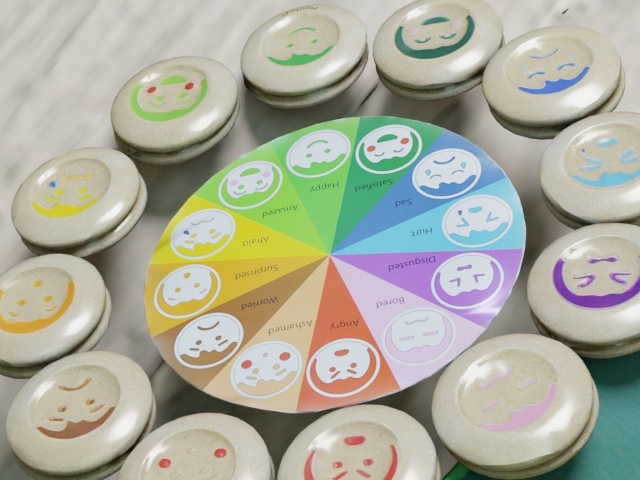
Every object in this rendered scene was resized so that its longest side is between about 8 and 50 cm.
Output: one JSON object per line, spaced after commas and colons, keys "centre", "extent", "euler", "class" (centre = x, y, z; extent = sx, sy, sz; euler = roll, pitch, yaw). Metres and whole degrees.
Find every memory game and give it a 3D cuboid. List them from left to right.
{"centre": [0.000, 0.000, 0.454], "extent": [0.186, 0.012, 0.186], "euler": [-10, 46, 10], "class": "memory game"}

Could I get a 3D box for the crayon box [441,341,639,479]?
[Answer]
{"centre": [0.118, 0.162, 0.421], "extent": [0.278, 0.081, 0.165], "euler": [43, 65, 7], "class": "crayon box"}
